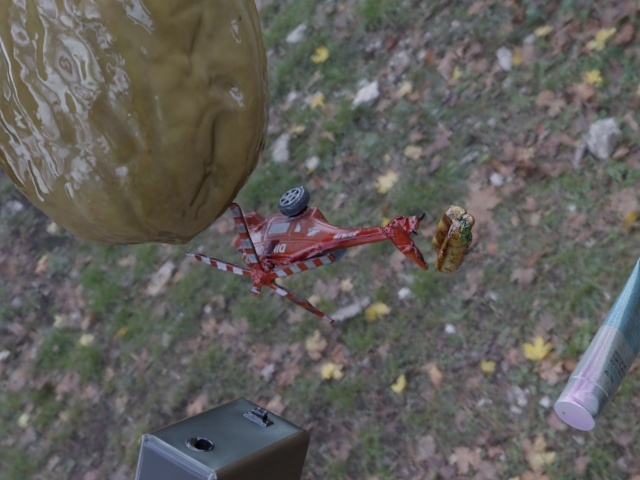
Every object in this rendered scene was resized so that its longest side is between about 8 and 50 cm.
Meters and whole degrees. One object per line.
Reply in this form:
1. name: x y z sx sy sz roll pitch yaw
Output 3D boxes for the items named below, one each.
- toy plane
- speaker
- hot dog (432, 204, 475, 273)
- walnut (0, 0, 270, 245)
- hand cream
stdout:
1. toy plane: -0.005 -0.006 0.701 0.194 0.126 0.077 -36 18 54
2. speaker: -0.152 0.359 1.408 0.153 0.231 0.192 22 108 29
3. hot dog: 0.134 -0.001 0.932 0.122 0.037 0.049 98 165 -72
4. walnut: -0.140 -0.119 0.659 0.225 0.261 0.225 -15 11 3
5. hand cream: 0.482 0.170 1.517 0.070 0.111 0.312 -4 39 53
